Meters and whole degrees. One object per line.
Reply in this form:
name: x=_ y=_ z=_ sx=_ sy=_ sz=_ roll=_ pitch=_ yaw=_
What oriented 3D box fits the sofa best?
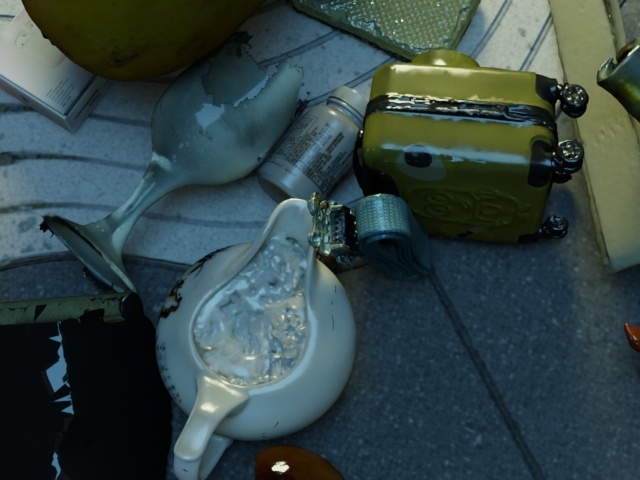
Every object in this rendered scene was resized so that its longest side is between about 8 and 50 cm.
sofa: x=-0.277 y=0.186 z=1.514 sx=0.200 sy=0.182 sz=0.258 roll=-5 pitch=83 yaw=14

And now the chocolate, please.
chocolate: x=-0.033 y=0.267 z=1.475 sx=0.127 sy=0.133 sz=0.124 roll=-26 pitch=76 yaw=-2

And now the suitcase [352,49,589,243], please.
suitcase: x=0.154 y=-0.098 z=1.552 sx=0.235 sy=0.194 sz=0.143 roll=6 pitch=64 yaw=6

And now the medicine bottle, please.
medicine bottle: x=0.000 y=-0.099 z=1.621 sx=0.079 sy=0.079 sz=0.140 roll=36 pitch=77 yaw=14

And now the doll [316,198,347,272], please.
doll: x=0.006 y=0.001 z=1.611 sx=0.085 sy=0.040 sz=0.058 roll=-45 pitch=64 yaw=-10

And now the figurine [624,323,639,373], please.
figurine: x=0.426 y=0.093 z=1.490 sx=0.226 sy=0.183 sz=0.160 roll=-12 pitch=62 yaw=13

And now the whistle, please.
whistle: x=0.414 y=-0.083 z=1.511 sx=0.326 sy=0.068 sz=0.057 roll=40 pitch=61 yaw=-16

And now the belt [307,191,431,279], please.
belt: x=0.060 y=0.002 z=1.537 sx=0.100 sy=0.179 sz=0.065 roll=-8 pitch=69 yaw=16

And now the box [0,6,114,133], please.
box: x=-0.301 y=-0.213 z=1.697 sx=0.129 sy=0.051 sz=0.130 roll=32 pitch=76 yaw=14

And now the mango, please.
mango: x=-0.132 y=-0.342 z=1.591 sx=0.446 sy=0.300 sz=0.232 roll=-43 pitch=102 yaw=-30

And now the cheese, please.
cheese: x=0.307 y=-0.153 z=1.595 sx=0.085 sy=0.034 sz=0.400 roll=-32 pitch=52 yaw=38

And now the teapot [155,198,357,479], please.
teapot: x=-0.072 y=0.117 z=1.521 sx=0.208 sy=0.166 sz=0.299 roll=23 pitch=64 yaw=-1

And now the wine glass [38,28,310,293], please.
wine glass: x=-0.152 y=-0.086 z=1.602 sx=0.143 sy=0.143 sz=0.321 roll=36 pitch=77 yaw=14

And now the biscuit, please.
biscuit: x=0.076 y=-0.282 z=1.697 sx=0.199 sy=0.040 sz=0.121 roll=26 pitch=74 yaw=13
